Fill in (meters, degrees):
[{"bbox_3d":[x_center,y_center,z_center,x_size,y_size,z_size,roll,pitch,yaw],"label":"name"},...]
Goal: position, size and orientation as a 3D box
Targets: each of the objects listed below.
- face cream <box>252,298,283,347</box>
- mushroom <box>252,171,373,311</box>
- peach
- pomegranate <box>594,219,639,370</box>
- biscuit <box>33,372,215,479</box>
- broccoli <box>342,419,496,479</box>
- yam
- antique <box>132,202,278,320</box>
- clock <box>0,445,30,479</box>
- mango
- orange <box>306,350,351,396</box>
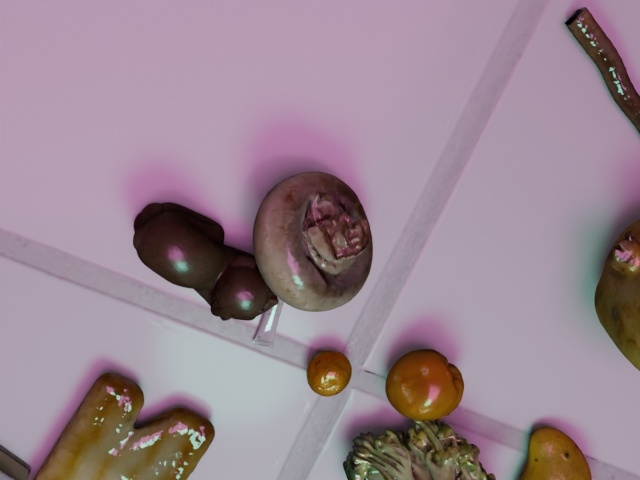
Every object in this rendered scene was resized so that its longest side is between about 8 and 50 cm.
[{"bbox_3d":[-0.085,0.133,1.379,0.038,0.020,0.115,14,105,-15],"label":"face cream"},{"bbox_3d":[0.000,0.000,1.260,0.178,0.226,0.226,-18,114,39],"label":"mushroom"},{"bbox_3d":[0.183,0.257,1.407,0.138,0.138,0.138,-3,106,-10],"label":"peach"},{"bbox_3d":[0.618,0.087,1.350,0.343,0.342,0.342,-3,106,-10],"label":"pomegranate"},{"bbox_3d":[-0.348,0.388,1.378,0.237,0.062,0.290,29,98,-16],"label":"biscuit"},{"bbox_3d":[0.198,0.443,1.402,0.288,0.245,0.247,-7,97,-14],"label":"broccoli"},{"bbox_3d":[0.527,-0.262,1.373,0.327,0.045,0.045,47,61,-19],"label":"yam"},{"bbox_3d":[-0.182,0.042,1.274,0.257,0.143,0.121,40,93,-20],"label":"antique"},{"bbox_3d":[-0.609,0.396,1.326,0.147,0.071,0.192,-46,108,4],"label":"clock"},{"bbox_3d":[0.448,0.491,1.532,0.157,0.109,0.262,-1,104,-6],"label":"mango"},{"bbox_3d":[0.015,0.233,1.399,0.083,0.070,0.083,-5,119,-9],"label":"orange"}]
